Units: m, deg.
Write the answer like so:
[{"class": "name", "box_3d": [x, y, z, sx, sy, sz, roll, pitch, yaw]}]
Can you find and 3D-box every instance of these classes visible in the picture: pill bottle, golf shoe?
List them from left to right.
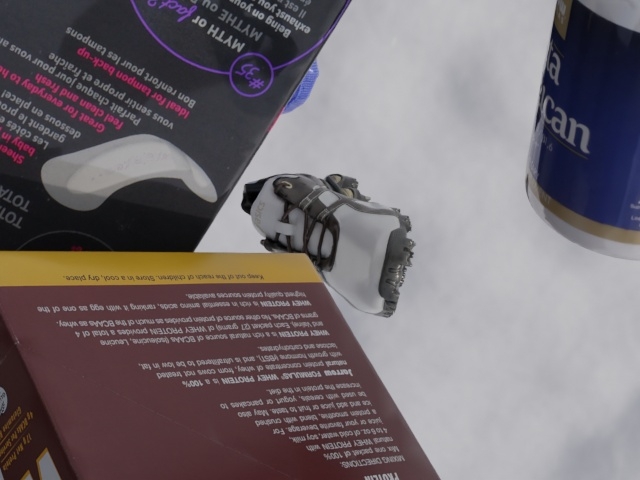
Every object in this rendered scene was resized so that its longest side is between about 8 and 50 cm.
[{"class": "golf shoe", "box_3d": [0.000, 0.000, 1.106, 0.094, 0.198, 0.077, 10, 100, -20]}, {"class": "pill bottle", "box_3d": [0.144, -0.083, 0.679, 0.094, 0.094, 0.169, 11, 127, 8]}]

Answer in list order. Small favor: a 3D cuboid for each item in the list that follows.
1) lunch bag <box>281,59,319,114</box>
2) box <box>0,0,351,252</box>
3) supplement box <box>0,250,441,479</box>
[{"class": "lunch bag", "box_3d": [-0.225, -0.208, 1.220, 0.385, 0.328, 0.239, 42, 122, 37]}, {"class": "box", "box_3d": [-0.120, -0.079, 0.830, 0.165, 0.143, 0.270, 31, 98, -16]}, {"class": "supplement box", "box_3d": [-0.063, 0.118, 0.698, 0.191, 0.194, 0.129, 1, 138, -45]}]
